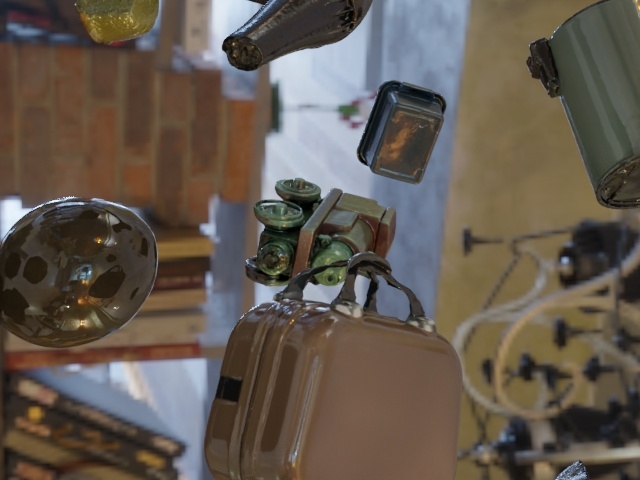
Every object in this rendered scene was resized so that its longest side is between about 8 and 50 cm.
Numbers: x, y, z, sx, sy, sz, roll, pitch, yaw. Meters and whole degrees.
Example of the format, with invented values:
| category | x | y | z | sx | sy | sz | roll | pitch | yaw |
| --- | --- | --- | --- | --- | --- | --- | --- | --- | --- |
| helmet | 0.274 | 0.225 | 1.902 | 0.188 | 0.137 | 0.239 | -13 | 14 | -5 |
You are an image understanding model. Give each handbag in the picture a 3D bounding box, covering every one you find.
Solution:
| category | x | y | z | sx | sy | sz | roll | pitch | yaw |
| --- | --- | --- | --- | --- | --- | --- | --- | --- | --- |
| handbag | 0.028 | 0.153 | 1.564 | 0.149 | 0.302 | 0.283 | 7 | -95 | 43 |

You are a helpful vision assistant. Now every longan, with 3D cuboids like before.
| category | x | y | z | sx | sy | sz | roll | pitch | yaw |
| --- | --- | --- | --- | --- | --- | --- | --- | --- | --- |
| longan | -0.303 | 0.038 | 1.754 | 0.198 | 0.212 | 0.198 | 55 | 22 | -36 |

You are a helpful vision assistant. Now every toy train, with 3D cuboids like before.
| category | x | y | z | sx | sy | sz | roll | pitch | yaw |
| --- | --- | --- | --- | --- | --- | --- | --- | --- | --- |
| toy train | 0.000 | 0.000 | 2.454 | 0.304 | 0.222 | 0.150 | -55 | 158 | -67 |

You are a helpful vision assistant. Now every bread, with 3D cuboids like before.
| category | x | y | z | sx | sy | sz | roll | pitch | yaw |
| --- | --- | --- | --- | --- | --- | --- | --- | --- | --- |
| bread | -0.247 | -0.307 | 1.751 | 0.125 | 0.086 | 0.156 | 47 | 36 | -65 |

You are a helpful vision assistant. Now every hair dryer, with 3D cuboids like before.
| category | x | y | z | sx | sy | sz | roll | pitch | yaw |
| --- | --- | --- | --- | --- | --- | --- | --- | --- | --- |
| hair dryer | -0.126 | -0.315 | 1.873 | 0.360 | 0.304 | 0.120 | 17 | -53 | 27 |

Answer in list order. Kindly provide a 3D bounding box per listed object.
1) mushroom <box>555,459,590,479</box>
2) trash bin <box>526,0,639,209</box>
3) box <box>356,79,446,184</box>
| category | x | y | z | sx | sy | sz | roll | pitch | yaw |
| --- | --- | --- | --- | --- | --- | --- | --- | --- | --- |
| mushroom | 0.379 | 0.418 | 2.117 | 0.141 | 0.117 | 0.188 | 55 | 1 | -5 |
| trash bin | 0.484 | -0.211 | 2.200 | 0.217 | 0.277 | 0.262 | 78 | -2 | -67 |
| box | 0.086 | -0.106 | 1.473 | 0.054 | 0.074 | 0.099 | -105 | -149 | -64 |
